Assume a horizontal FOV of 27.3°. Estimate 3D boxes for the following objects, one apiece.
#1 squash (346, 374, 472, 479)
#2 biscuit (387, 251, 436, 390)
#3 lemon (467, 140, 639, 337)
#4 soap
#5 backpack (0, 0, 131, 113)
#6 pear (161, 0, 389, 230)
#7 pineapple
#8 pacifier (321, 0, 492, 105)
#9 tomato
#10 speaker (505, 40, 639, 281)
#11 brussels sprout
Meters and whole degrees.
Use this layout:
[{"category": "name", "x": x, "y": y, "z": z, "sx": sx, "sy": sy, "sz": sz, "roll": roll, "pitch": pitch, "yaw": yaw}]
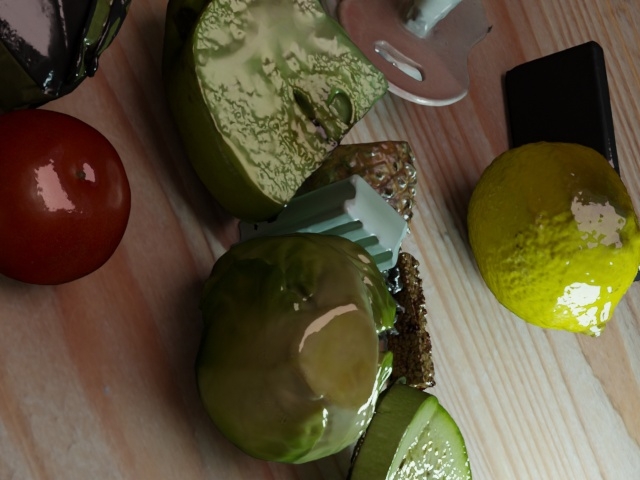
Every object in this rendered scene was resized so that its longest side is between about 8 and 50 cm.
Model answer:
[{"category": "squash", "x": 0.106, "y": 0.283, "z": 1.623, "sx": 0.220, "sy": 0.133, "sz": 0.220, "roll": -45, "pitch": 143, "yaw": -50}, {"category": "biscuit", "x": 0.118, "y": 0.115, "z": 1.838, "sx": 0.034, "sy": 0.064, "sz": 0.199, "roll": 13, "pitch": 63, "yaw": -48}, {"category": "lemon", "x": 0.359, "y": -0.005, "z": 2.022, "sx": 0.268, "sy": 0.268, "sz": 0.322, "roll": 11, "pitch": 54, "yaw": -48}, {"category": "soap", "x": 0.000, "y": 0.000, "z": 1.638, "sx": 0.119, "sy": 0.198, "sz": 0.066, "roll": 42, "pitch": 47, "yaw": -31}, {"category": "backpack", "x": -0.308, "y": -0.273, "z": 1.439, "sx": 0.207, "sy": 0.140, "sz": 0.253, "roll": 53, "pitch": 45, "yaw": -24}, {"category": "pear", "x": -0.096, "y": -0.194, "z": 1.634, "sx": 0.282, "sy": 0.176, "sz": 0.286, "roll": 48, "pitch": 58, "yaw": -14}, {"category": "pineapple", "x": 0.066, "y": 0.004, "z": 1.769, "sx": 0.158, "sy": 0.158, "sz": 0.278, "roll": -8, "pitch": 93, "yaw": -52}, {"category": "pacifier", "x": 0.154, "y": -0.346, "z": 1.977, "sx": 0.220, "sy": 0.273, "sz": 0.332, "roll": 62, "pitch": 36, "yaw": -36}, {"category": "tomato", "x": -0.286, "y": -0.047, "z": 1.366, "sx": 0.195, "sy": 0.136, "sz": 0.195, "roll": 23, "pitch": 57, "yaw": -43}, {"category": "speaker", "x": 0.449, "y": -0.123, "z": 2.268, "sx": 0.184, "sy": 0.180, "sz": 0.388, "roll": 26, "pitch": 55, "yaw": -52}, {"category": "brussels sprout", "x": -0.029, "y": 0.121, "z": 1.512, "sx": 0.227, "sy": 0.294, "sz": 0.259, "roll": 3, "pitch": 92, "yaw": -22}]
